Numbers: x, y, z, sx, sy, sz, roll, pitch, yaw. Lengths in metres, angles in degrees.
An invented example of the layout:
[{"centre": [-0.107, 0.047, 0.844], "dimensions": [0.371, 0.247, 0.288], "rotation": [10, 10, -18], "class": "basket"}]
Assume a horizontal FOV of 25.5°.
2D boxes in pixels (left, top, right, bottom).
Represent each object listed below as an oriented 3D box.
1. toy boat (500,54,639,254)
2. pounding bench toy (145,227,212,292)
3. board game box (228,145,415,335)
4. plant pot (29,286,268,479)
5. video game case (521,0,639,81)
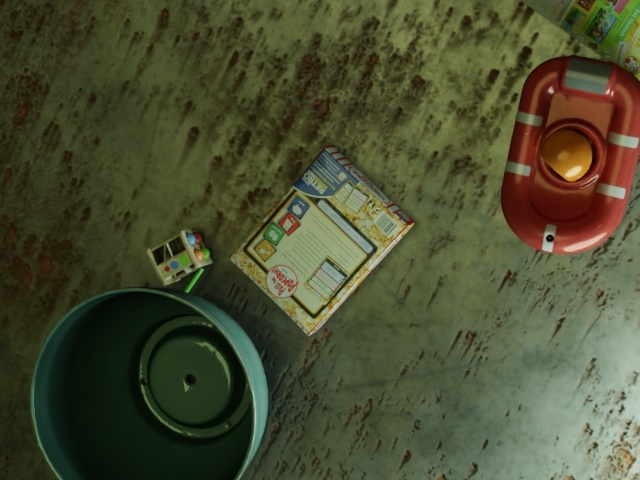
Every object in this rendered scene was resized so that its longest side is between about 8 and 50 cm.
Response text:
[{"centre": [0.287, -0.097, 1.632], "dimensions": [0.151, 0.151, 0.231], "rotation": [13, 99, 15], "class": "toy boat"}, {"centre": [-0.174, 0.033, 1.832], "dimensions": [0.065, 0.052, 0.083], "rotation": [-27, 88, 17], "class": "pounding bench toy"}, {"centre": [0.000, 0.000, 1.782], "dimensions": [0.147, 0.045, 0.193], "rotation": [44, 106, 7], "class": "board game box"}, {"centre": [-0.188, 0.190, 1.778], "dimensions": [0.293, 0.196, 0.293], "rotation": [2, 97, 17], "class": "plant pot"}, {"centre": [0.348, -0.322, 1.612], "dimensions": [0.206, 0.026, 0.227], "rotation": [36, 128, 10], "class": "video game case"}]
